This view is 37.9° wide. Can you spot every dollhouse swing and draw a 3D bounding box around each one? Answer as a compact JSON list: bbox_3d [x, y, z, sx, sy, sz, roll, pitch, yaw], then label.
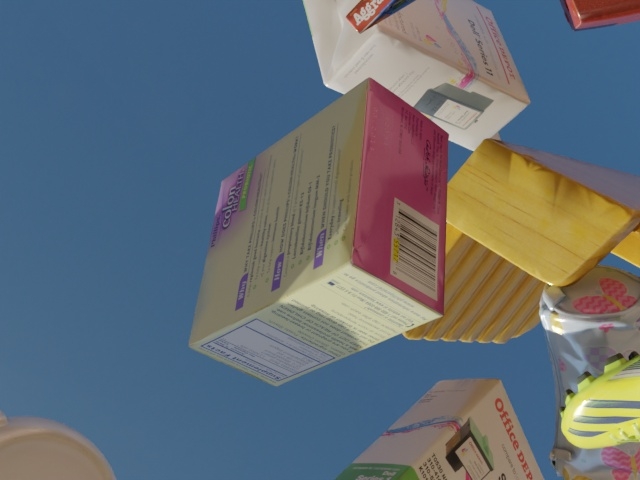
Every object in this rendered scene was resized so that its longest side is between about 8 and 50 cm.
[{"bbox_3d":[0.320,0.062,1.187,0.346,0.315,0.305,8,-70,-41],"label":"dollhouse swing"}]

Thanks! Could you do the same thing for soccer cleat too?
[{"bbox_3d":[0.327,0.151,0.872,0.093,0.289,0.121,-11,-116,-32],"label":"soccer cleat"}]

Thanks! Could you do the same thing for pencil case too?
[{"bbox_3d":[0.322,0.163,1.083,0.124,0.113,0.273,-4,-61,12],"label":"pencil case"}]

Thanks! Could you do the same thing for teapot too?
[{"bbox_3d":[-0.367,0.314,1.075,0.252,0.187,0.256,38,-115,-28],"label":"teapot"}]

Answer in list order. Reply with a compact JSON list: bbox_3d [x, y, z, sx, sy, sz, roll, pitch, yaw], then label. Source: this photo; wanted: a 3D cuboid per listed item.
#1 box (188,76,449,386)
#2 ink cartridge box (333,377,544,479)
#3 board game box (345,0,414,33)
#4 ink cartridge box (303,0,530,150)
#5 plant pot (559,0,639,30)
[{"bbox_3d":[0.000,0.000,0.925,0.117,0.243,0.214,30,-131,-31],"label":"box"},{"bbox_3d":[0.161,0.334,1.218,0.278,0.117,0.201,-33,-77,-41],"label":"ink cartridge box"},{"bbox_3d":[0.137,-0.312,1.008,0.027,0.145,0.281,48,-143,-1],"label":"board game box"},{"bbox_3d":[0.158,-0.260,1.303,0.353,0.119,0.207,17,-135,-35],"label":"ink cartridge box"},{"bbox_3d":[0.394,-0.398,1.160,0.235,0.267,0.267,-22,-86,14],"label":"plant pot"}]
